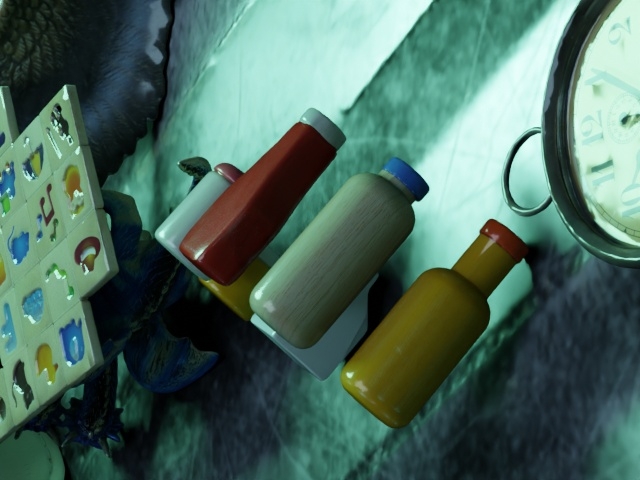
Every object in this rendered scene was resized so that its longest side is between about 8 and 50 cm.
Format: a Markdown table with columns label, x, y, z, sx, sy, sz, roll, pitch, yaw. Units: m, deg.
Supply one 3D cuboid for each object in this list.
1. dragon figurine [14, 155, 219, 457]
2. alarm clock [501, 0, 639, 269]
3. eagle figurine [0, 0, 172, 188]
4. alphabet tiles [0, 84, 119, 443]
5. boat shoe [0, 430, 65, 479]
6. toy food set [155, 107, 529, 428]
| label | x | y | z | sx | sy | sz | roll | pitch | yaw |
| --- | --- | --- | --- | --- | --- | --- | --- | --- | --- |
| dragon figurine | -0.116 | 0.048 | 1.021 | 0.289 | 0.085 | 0.144 | -27 | 60 | 54 |
| alarm clock | 0.136 | -0.047 | 0.660 | 0.192 | 0.064 | 0.129 | -19 | 67 | 53 |
| eagle figurine | -0.205 | -0.202 | 1.121 | 0.226 | 0.225 | 0.298 | -87 | 6 | -54 |
| alphabet tiles | -0.191 | 0.010 | 1.030 | 0.237 | 0.009 | 0.198 | -36 | 63 | 49 |
| boat shoe | -0.223 | 0.224 | 1.128 | 0.324 | 0.116 | 0.097 | -120 | 33 | -54 |
| toy food set | 0.000 | 0.000 | 0.841 | 0.104 | 0.111 | 0.232 | -49 | 22 | -6 |
